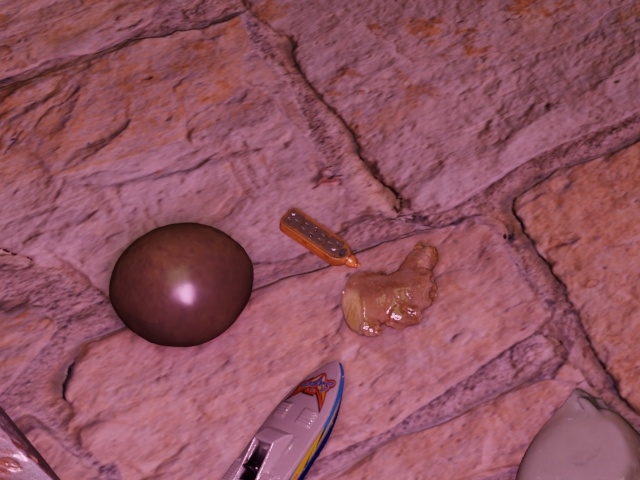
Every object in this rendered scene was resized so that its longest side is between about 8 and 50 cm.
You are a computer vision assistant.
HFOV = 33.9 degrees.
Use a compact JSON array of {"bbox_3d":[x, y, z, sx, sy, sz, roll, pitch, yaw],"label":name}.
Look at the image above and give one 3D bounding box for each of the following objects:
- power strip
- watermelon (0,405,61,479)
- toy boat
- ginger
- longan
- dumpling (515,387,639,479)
[{"bbox_3d":[0.000,0.000,1.946,0.178,0.028,0.049,34,67,13],"label":"power strip"},{"bbox_3d":[-0.570,0.340,1.639,0.387,0.258,0.228,37,66,19],"label":"watermelon"},{"bbox_3d":[-0.048,0.318,1.743,0.129,0.088,0.295,10,57,48],"label":"toy boat"},{"bbox_3d":[0.141,0.094,1.884,0.213,0.074,0.137,-25,67,-19],"label":"ginger"},{"bbox_3d":[-0.234,0.075,1.810,0.246,0.215,0.246,12,25,-6],"label":"longan"},{"bbox_3d":[0.444,0.413,1.664,0.270,0.212,0.320,34,79,11],"label":"dumpling"}]
